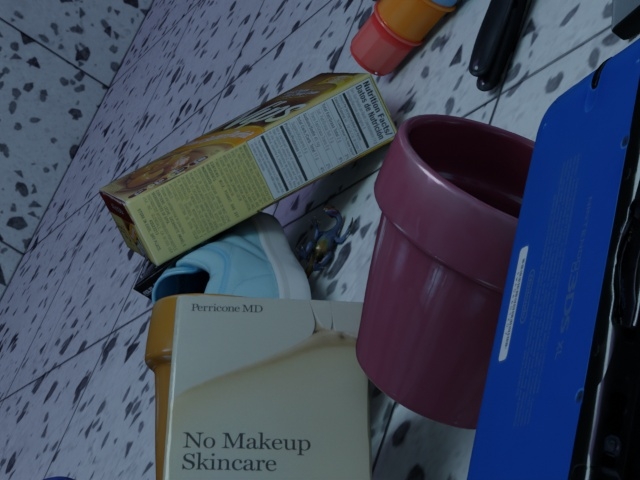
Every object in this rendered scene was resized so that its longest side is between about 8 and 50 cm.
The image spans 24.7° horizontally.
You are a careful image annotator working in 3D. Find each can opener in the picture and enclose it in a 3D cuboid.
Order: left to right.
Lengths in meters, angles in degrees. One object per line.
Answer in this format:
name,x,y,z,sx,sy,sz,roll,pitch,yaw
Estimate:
can opener,0.188,-0.235,1.508,0.073,0.059,0.186,-3,63,35

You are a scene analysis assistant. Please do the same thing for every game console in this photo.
game console,0.220,0.042,0.800,0.250,0.173,0.293,142,144,-69

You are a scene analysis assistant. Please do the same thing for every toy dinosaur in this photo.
toy dinosaur,0.000,0.000,1.628,0.090,0.047,0.082,-58,-3,34

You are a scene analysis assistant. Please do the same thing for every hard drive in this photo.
hard drive,0.298,-0.248,1.294,0.094,0.022,0.135,-41,25,39

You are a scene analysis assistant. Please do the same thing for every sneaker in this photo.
sneaker,-0.117,0.039,1.634,0.366,0.150,0.135,-143,61,-72

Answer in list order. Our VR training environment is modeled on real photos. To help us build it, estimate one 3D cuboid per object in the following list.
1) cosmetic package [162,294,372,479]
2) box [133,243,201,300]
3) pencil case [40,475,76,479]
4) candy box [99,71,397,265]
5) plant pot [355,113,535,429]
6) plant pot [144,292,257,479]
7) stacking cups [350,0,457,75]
cosmetic package,-0.041,0.198,1.100,0.113,0.160,0.309,96,174,-52
box,-0.184,-0.023,2.114,0.184,0.045,0.191,-29,33,51
pencil case,-0.269,0.350,1.618,0.133,0.119,0.306,-63,19,-8
candy box,-0.087,-0.089,1.686,0.316,0.088,0.183,-30,15,-13
plant pot,0.117,0.030,1.078,0.201,0.201,0.180,-99,29,-63
plant pot,-0.069,0.166,1.323,0.205,0.205,0.188,-21,56,61
stacking cups,0.151,-0.317,1.695,0.316,0.096,0.096,-49,20,37
